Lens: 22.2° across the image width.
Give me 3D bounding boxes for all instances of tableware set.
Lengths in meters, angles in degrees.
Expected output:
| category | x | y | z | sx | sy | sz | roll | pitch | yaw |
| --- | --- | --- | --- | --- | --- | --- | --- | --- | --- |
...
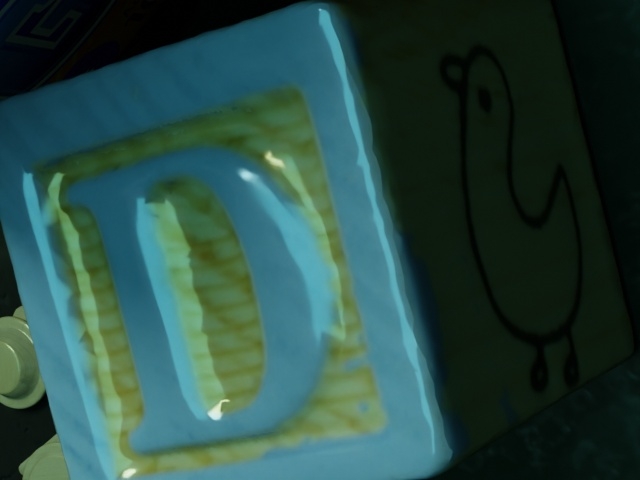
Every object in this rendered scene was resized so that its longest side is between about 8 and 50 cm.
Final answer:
| category | x | y | z | sx | sy | sz | roll | pitch | yaw |
| --- | --- | --- | --- | --- | --- | --- | --- | --- | --- |
| tableware set | -0.135 | 0.091 | 0.931 | 0.141 | 0.020 | 0.168 | -27 | 84 | 31 |

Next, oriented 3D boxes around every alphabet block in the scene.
| category | x | y | z | sx | sy | sz | roll | pitch | yaw |
| --- | --- | --- | --- | --- | --- | --- | --- | --- | --- |
| alphabet block | 0.000 | 0.000 | 0.725 | 0.193 | 0.197 | 0.192 | -11 | 95 | 33 |

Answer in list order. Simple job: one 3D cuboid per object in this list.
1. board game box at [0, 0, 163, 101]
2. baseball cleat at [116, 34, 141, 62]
| category | x | y | z | sx | sy | sz | roll | pitch | yaw |
| --- | --- | --- | --- | --- | --- | --- | --- | --- | --- |
| board game box | -0.209 | -0.269 | 0.642 | 0.356 | 0.356 | 0.356 | 43 | 106 | 9 |
| baseball cleat | -0.122 | -0.116 | 0.850 | 0.109 | 0.072 | 0.206 | -45 | 77 | 29 |
